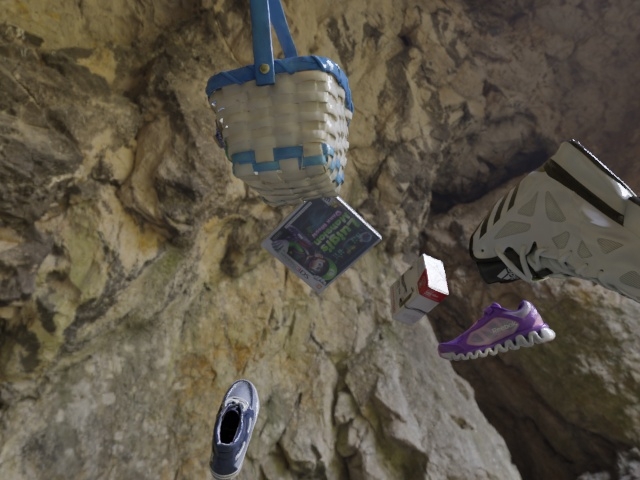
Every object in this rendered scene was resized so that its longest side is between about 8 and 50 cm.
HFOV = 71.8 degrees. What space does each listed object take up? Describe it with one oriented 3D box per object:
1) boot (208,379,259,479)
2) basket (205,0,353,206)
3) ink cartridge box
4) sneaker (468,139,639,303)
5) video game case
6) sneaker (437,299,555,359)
[{"bbox_3d":[-0.137,0.286,0.731,0.069,0.190,0.085,8,-61,-6],"label":"boot"},{"bbox_3d":[-0.056,-0.211,0.658,0.201,0.288,0.255,-2,-11,9],"label":"basket"},{"bbox_3d":[0.216,0.112,0.989,0.056,0.099,0.135,23,-49,-16],"label":"ink cartridge box"},{"bbox_3d":[0.395,0.043,0.683,0.169,0.447,0.257,37,-63,-23],"label":"sneaker"},{"bbox_3d":[0.000,0.000,0.923,0.173,0.022,0.190,42,-70,-14],"label":"video game case"},{"bbox_3d":[0.361,0.191,0.945,0.237,0.104,0.095,-18,-15,9],"label":"sneaker"}]
